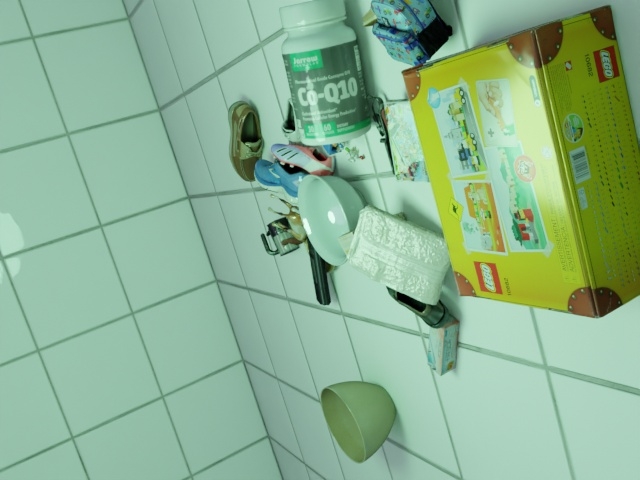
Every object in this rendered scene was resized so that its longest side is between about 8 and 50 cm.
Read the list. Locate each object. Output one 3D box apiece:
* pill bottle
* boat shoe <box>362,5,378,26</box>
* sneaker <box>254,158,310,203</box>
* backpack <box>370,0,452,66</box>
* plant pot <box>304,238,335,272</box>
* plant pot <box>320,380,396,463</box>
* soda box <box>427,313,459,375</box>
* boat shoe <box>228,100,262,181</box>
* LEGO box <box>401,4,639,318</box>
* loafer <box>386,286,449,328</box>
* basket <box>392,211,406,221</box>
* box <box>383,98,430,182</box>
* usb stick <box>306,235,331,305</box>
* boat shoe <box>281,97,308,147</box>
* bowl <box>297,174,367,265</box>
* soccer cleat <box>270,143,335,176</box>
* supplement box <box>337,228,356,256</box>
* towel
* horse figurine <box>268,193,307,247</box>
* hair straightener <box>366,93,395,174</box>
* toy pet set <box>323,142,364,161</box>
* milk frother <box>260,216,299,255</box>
[{"bbox_3d":[0.009,-0.453,1.759,0.204,0.204,0.361,22,129,58],"label":"pill bottle"},{"bbox_3d":[0.154,-0.561,1.557,0.170,0.063,0.059,-16,92,56],"label":"boat shoe"},{"bbox_3d":[-0.121,-0.243,2.319,0.330,0.129,0.147,28,124,46],"label":"sneaker"},{"bbox_3d":[0.178,-0.480,1.423,0.173,0.117,0.158,42,179,-44],"label":"backpack"},{"bbox_3d":[0.000,0.000,2.346,0.236,0.032,0.236,46,148,41],"label":"plant pot"},{"bbox_3d":[0.154,0.614,2.331,0.284,0.191,0.284,46,147,42],"label":"plant pot"},{"bbox_3d":[0.343,0.289,1.846,0.063,0.058,0.183,40,142,46],"label":"soda box"},{"bbox_3d":[-0.281,-0.367,2.523,0.116,0.123,0.324,34,140,48],"label":"boat shoe"},{"bbox_3d":[0.389,-0.133,1.253,0.372,0.193,0.500,6,115,63],"label":"LEGO box"},{"bbox_3d":[0.254,0.148,1.835,0.084,0.096,0.267,31,-175,-35],"label":"loafer"},{"bbox_3d":[0.201,0.012,1.860,0.167,0.103,0.113,66,155,3],"label":"basket"},{"bbox_3d":[0.228,-0.248,1.637,0.114,0.036,0.207,6,117,41],"label":"box"},{"bbox_3d":[-0.006,0.106,2.351,0.077,0.045,0.278,-140,36,-58],"label":"usb stick"},{"bbox_3d":[-0.089,-0.375,2.162,0.095,0.084,0.258,51,150,33],"label":"boat shoe"},{"bbox_3d":[0.060,-0.080,2.038,0.298,0.134,0.298,44,145,43],"label":"bowl"},{"bbox_3d":[-0.055,-0.275,2.138,0.248,0.083,0.095,31,121,26],"label":"soccer cleat"},{"bbox_3d":[0.100,0.021,1.871,0.062,0.036,0.098,-23,97,44],"label":"supplement box"},{"bbox_3d":[0.209,0.034,1.748,0.282,0.049,0.187,24,111,24],"label":"towel"},{"bbox_3d":[-0.098,-0.061,2.323,0.174,0.066,0.263,24,149,22],"label":"horse figurine"},{"bbox_3d":[0.169,-0.280,1.753,0.230,0.047,0.089,65,156,-5],"label":"hair straightener"},{"bbox_3d":[0.049,-0.266,1.920,0.065,0.122,0.114,-47,53,17],"label":"toy pet set"},{"bbox_3d":[-0.156,-0.008,2.603,0.135,0.129,0.143,67,-162,5],"label":"milk frother"}]
